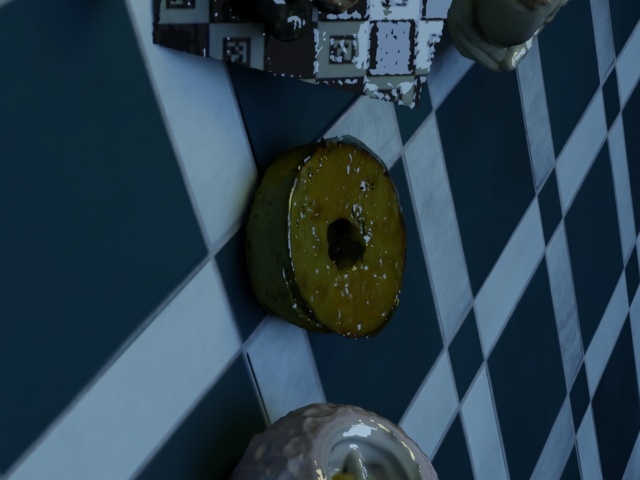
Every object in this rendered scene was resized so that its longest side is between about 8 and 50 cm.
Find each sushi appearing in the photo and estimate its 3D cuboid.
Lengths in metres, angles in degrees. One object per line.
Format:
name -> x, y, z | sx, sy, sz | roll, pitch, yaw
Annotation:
sushi -> 0.023, -0.314, 1.195 | 0.339, 0.069, 0.320 | 12, 103, -27

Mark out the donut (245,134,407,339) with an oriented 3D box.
donut -> 0.000, 0.000, 1.416 | 0.272, 0.107, 0.272 | 6, 83, -57

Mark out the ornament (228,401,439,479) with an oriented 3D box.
ornament -> 0.010, 0.320, 1.312 | 0.259, 0.259, 0.225 | -46, 172, -49

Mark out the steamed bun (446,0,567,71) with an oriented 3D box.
steamed bun -> 0.284, -0.441, 1.744 | 0.324, 0.219, 0.310 | -62, -178, -28
